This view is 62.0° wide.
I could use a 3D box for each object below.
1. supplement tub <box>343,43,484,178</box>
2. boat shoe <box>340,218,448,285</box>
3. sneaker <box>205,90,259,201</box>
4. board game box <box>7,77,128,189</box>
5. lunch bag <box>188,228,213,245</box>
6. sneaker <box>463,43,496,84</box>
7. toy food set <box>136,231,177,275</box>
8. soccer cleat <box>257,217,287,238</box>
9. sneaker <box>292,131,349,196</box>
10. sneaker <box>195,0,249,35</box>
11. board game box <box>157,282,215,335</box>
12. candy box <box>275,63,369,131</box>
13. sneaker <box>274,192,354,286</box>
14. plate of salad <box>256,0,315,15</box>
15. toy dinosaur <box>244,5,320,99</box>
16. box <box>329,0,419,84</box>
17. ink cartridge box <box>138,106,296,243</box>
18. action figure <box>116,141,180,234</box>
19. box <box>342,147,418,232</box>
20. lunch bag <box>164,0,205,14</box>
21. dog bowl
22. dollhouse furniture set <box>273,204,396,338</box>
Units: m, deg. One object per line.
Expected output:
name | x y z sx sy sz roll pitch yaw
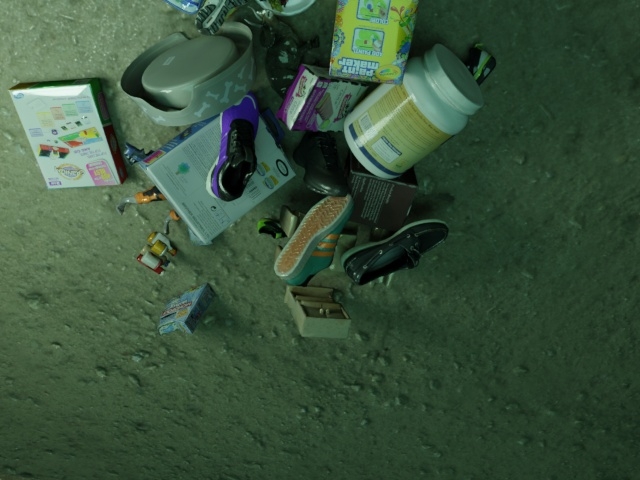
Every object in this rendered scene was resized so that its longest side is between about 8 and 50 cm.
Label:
supplement tub | 0.240 -0.332 1.397 0.228 0.228 0.316 38 130 -21
boat shoe | 0.233 0.041 1.555 0.340 0.113 0.127 -16 134 -9
sneaker | -0.200 -0.234 1.347 0.102 0.146 0.293 8 101 -31
board game box | -0.739 -0.310 1.582 0.242 0.064 0.316 -2 123 4
lunch bag | -0.395 -0.025 1.764 0.071 0.053 0.083 -5 113 3
sneaker | 0.379 -0.432 1.469 0.097 0.084 0.234 42 117 5
toy food set | -0.511 0.048 1.708 0.104 0.232 0.111 39 79 -22
soccer cleat | -0.119 -0.030 1.737 0.179 0.072 0.060 7 123 -3
sneaker | 0.005 -0.225 1.483 0.109 0.286 0.130 2 127 -32
sneaker | -0.236 -0.611 1.338 0.208 0.094 0.081 -37 118 14
board game box | -0.484 0.256 1.865 0.194 0.194 0.060 -20 120 14
candy box | 0.009 -0.373 1.423 0.071 0.233 0.159 46 123 22
sneaker | 0.000 0.000 1.505 0.302 0.108 0.121 -50 137 -2
plate of salad | -0.091 -0.667 1.335 0.200 0.048 0.199 1 124 1
toy dinosaur | -0.088 -0.478 1.438 0.161 0.121 0.313 5 129 13
box | 0.126 -0.553 1.257 0.177 0.290 0.279 7 122 -2
ink cartridge box | -0.257 -0.219 1.491 0.395 0.151 0.270 -39 119 -12
action figure | -0.463 -0.191 1.595 0.330 0.178 0.341 -38 129 17
box | 0.162 -0.153 1.590 0.203 0.167 0.168 13 123 -7
lunch bag | -0.368 -0.679 1.315 0.219 0.090 0.176 28 123 -14
dog bowl | -0.319 -0.419 1.344 0.349 0.348 0.102 -12 135 10
dollhouse furniture set | 0.021 0.080 1.729 0.362 0.256 0.394 6 107 -18
